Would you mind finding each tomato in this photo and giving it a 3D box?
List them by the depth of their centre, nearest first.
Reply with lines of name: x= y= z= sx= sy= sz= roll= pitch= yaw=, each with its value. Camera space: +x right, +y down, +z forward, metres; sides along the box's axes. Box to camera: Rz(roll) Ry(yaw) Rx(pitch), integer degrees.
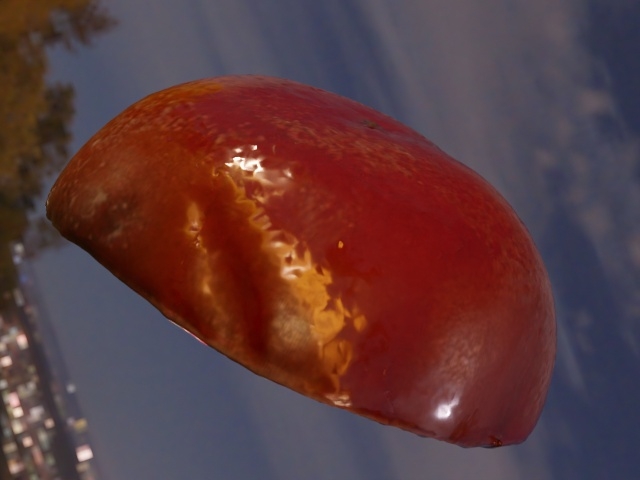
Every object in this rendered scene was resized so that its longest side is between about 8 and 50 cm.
tomato: x=0.007 y=-0.010 z=1.014 sx=0.144 sy=0.338 sz=0.338 roll=-65 pitch=-157 yaw=10
